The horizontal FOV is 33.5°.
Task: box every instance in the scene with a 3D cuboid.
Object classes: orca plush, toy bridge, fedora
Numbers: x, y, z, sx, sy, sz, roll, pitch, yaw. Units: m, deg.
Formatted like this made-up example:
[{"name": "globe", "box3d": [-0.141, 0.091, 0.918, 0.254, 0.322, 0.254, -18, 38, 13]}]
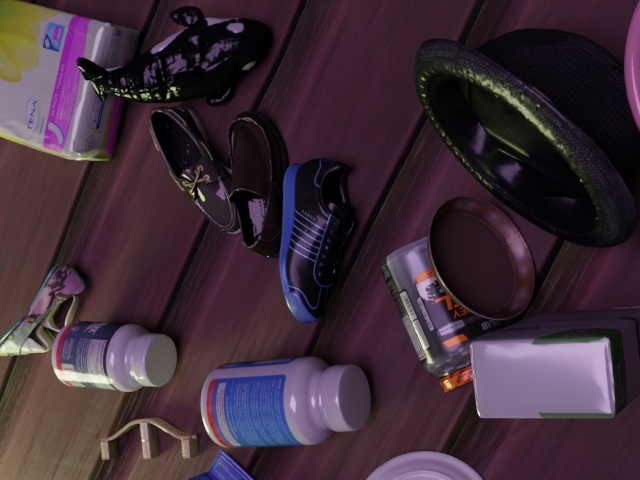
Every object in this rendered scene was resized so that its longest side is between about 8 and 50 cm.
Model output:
[{"name": "orca plush", "box3d": [-0.219, -0.260, 1.551, 0.287, 0.102, 0.151, 0, 110, 7]}, {"name": "toy bridge", "box3d": [-0.271, 0.314, 1.689, 0.188, 0.026, 0.063, -8, 86, 30]}, {"name": "fedora", "box3d": [0.271, -0.148, 1.262, 0.152, 0.334, 0.334, -43, 67, -11]}]

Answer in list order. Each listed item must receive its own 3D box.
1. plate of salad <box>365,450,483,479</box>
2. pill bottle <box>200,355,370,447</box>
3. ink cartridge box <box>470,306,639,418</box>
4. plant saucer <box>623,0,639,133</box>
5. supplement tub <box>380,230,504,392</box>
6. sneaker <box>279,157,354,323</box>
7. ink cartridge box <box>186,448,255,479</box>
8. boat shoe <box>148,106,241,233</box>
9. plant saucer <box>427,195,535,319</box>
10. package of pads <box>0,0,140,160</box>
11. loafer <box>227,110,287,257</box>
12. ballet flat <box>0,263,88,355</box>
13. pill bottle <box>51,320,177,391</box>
[{"name": "plate of salad", "box3d": [0.138, 0.381, 1.416, 0.200, 0.048, 0.199, -6, 64, 13]}, {"name": "pill bottle", "box3d": [-0.047, 0.228, 1.499, 0.222, 0.124, 0.124, -8, 87, 31]}, {"name": "ink cartridge box", "box3d": [0.293, 0.140, 1.244, 0.160, 0.219, 0.092, -6, 92, 31]}, {"name": "plant saucer", "box3d": [0.496, -0.187, 1.146, 0.332, 0.084, 0.332, -1, 86, 11]}, {"name": "supplement tub", "box3d": [0.164, 0.092, 1.375, 0.117, 0.117, 0.190, -30, 77, 28]}, {"name": "sneaker", "box3d": [0.000, 0.000, 1.489, 0.090, 0.081, 0.232, -4, 88, 38]}, {"name": "ink cartridge box", "box3d": [-0.175, 0.494, 1.621, 0.186, 0.065, 0.311, 40, 108, 23]}, {"name": "boat shoe", "box3d": [-0.188, -0.105, 1.603, 0.081, 0.069, 0.227, -40, 72, 25]}, {"name": "plant saucer", "box3d": [0.196, 0.025, 1.336, 0.029, 0.168, 0.168, -36, 73, 50]}, {"name": "package of pads", "box3d": [-0.448, -0.263, 1.734, 0.297, 0.101, 0.229, 20, 100, 29]}, {"name": "loafer", "box3d": [-0.093, -0.083, 1.542, 0.080, 0.078, 0.220, -17, 83, 30]}, {"name": "ballet flat", "box3d": [-0.462, 0.135, 1.777, 0.079, 0.077, 0.221, 41, 112, 2]}, {"name": "pill bottle", "box3d": [-0.320, 0.182, 1.667, 0.180, 0.108, 0.107, 0, 92, 30]}]
